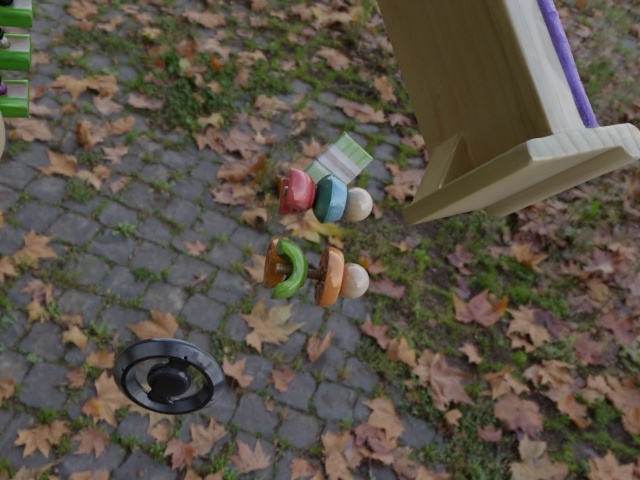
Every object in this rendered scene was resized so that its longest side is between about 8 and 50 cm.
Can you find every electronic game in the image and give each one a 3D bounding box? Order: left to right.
[{"bbox_3d":[-0.311,0.284,1.351,0.229,0.229,0.048,11,37,-7],"label":"electronic game"}]

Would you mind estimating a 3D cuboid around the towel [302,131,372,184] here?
[{"bbox_3d":[0.020,-0.122,1.225,0.113,0.152,0.023,31,19,-54],"label":"towel"}]

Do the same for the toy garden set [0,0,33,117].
[{"bbox_3d":[-0.424,-0.245,0.708,0.204,0.049,0.244,-2,61,-19],"label":"toy garden set"}]

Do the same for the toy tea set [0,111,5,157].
[{"bbox_3d":[-0.370,-0.084,0.497,0.124,0.200,0.336,-1,49,19],"label":"toy tea set"}]

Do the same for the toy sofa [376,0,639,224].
[{"bbox_3d":[0.123,-0.206,0.531,0.177,0.150,0.362,-12,80,-30],"label":"toy sofa"}]

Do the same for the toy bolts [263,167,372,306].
[{"bbox_3d":[0.000,0.000,1.144,0.159,0.218,0.228,9,84,-11],"label":"toy bolts"}]
